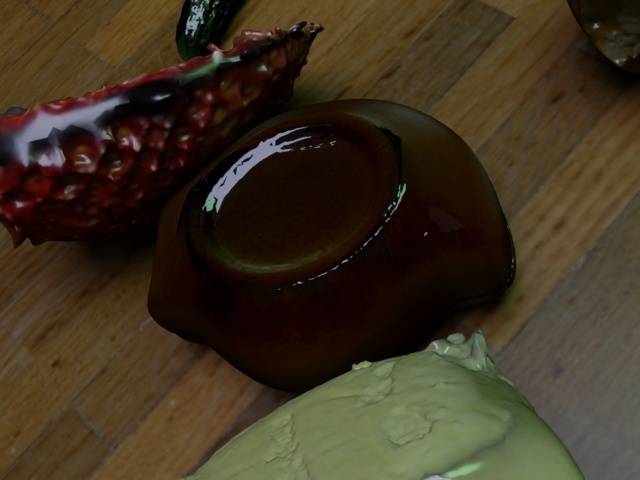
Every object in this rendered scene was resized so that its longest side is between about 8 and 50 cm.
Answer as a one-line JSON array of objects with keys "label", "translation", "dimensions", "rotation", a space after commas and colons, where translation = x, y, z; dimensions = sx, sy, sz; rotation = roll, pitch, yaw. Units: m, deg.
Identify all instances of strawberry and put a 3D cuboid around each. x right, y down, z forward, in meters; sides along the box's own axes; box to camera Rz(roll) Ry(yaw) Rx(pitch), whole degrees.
[{"label": "strawberry", "translation": [-0.134, -0.078, 0.739], "dimensions": [0.306, 0.137, 0.233], "rotation": [-14, 14, 10]}]

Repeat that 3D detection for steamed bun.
[{"label": "steamed bun", "translation": [0.027, 0.185, 0.520], "dimensions": [0.273, 0.232, 0.166], "rotation": [-31, 100, -8]}]

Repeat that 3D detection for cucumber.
[{"label": "cucumber", "translation": [-0.090, -0.266, 0.900], "dimensions": [0.058, 0.052, 0.214], "rotation": [26, 73, 0]}]

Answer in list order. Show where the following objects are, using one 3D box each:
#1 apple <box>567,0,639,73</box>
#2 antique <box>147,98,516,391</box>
[{"label": "apple", "translation": [0.258, -0.201, 0.670], "dimensions": [0.156, 0.158, 0.147], "rotation": [-26, 71, 5]}, {"label": "antique", "translation": [0.000, 0.000, 0.669], "dimensions": [0.278, 0.129, 0.223], "rotation": [-4, 62, 21]}]
